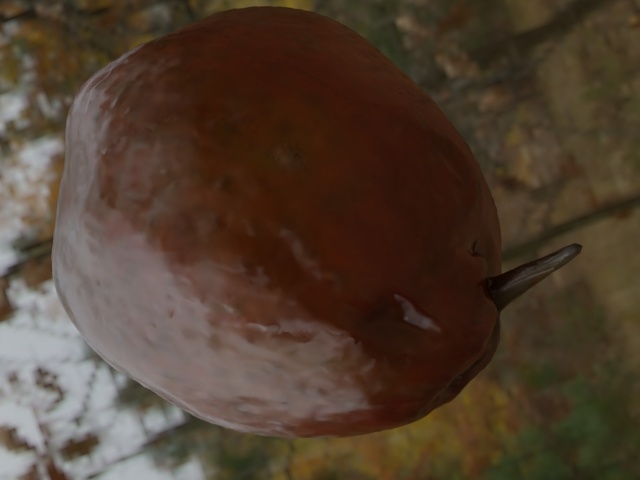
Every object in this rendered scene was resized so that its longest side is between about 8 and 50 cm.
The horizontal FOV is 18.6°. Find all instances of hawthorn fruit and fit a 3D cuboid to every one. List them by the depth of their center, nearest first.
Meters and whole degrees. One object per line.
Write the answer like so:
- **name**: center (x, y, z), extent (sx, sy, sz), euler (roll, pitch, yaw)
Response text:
- **hawthorn fruit**: center (0.000, 0.000, 0.952), extent (0.210, 0.262, 0.210), euler (-33, -48, -46)
